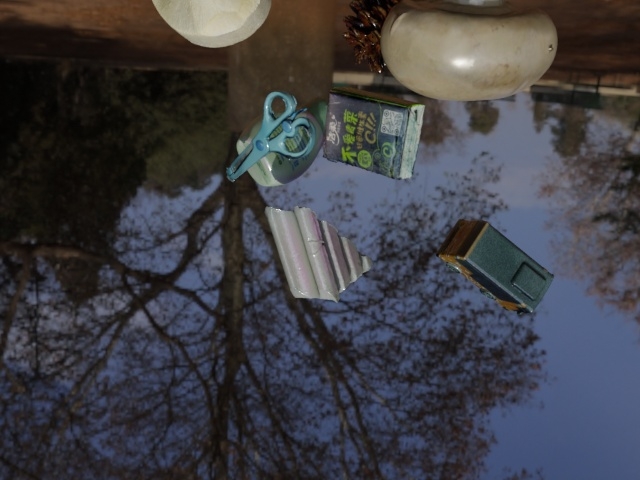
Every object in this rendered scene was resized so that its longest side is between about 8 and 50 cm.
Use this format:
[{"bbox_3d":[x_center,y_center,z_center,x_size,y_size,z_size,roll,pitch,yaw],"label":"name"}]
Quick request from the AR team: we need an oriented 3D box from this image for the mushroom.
[{"bbox_3d":[0.238,-0.374,1.189,0.293,0.289,0.292,3,-158,-1],"label":"mushroom"}]

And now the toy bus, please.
[{"bbox_3d":[0.468,0.070,1.955,0.275,0.138,0.167,37,170,-15],"label":"toy bus"}]

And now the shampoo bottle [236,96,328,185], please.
[{"bbox_3d":[-0.077,-0.322,2.276,0.350,0.221,0.151,-37,-171,-26],"label":"shampoo bottle"}]

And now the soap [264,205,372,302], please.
[{"bbox_3d":[0.000,0.000,2.122,0.159,0.302,0.258,-4,-162,36],"label":"soap"}]

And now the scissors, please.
[{"bbox_3d":[-0.144,-0.250,1.938,0.032,0.180,0.393,-26,176,-42],"label":"scissors"}]

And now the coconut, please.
[{"bbox_3d":[-0.223,-0.517,1.475,0.238,0.237,0.266,5,179,2],"label":"coconut"}]

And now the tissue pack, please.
[{"bbox_3d":[0.116,-0.247,1.679,0.236,0.173,0.073,21,-156,38],"label":"tissue pack"}]

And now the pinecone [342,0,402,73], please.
[{"bbox_3d":[0.144,-0.452,1.539,0.222,0.221,0.221,4,-164,-1],"label":"pinecone"}]
